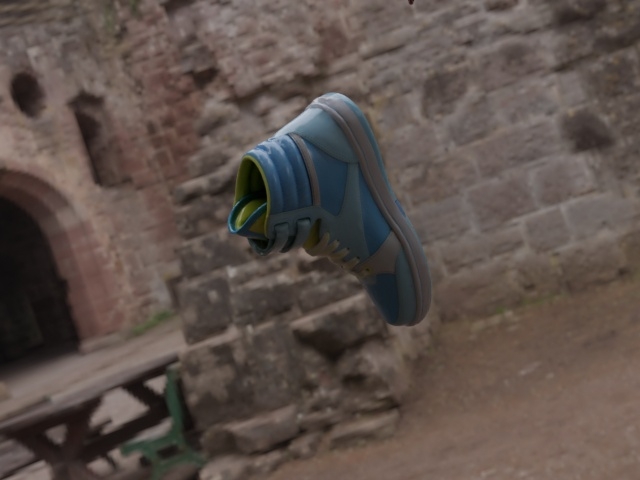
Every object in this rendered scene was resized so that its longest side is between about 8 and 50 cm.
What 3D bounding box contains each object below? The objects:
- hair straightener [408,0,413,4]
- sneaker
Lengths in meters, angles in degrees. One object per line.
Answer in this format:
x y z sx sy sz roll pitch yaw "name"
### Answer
0.150 -0.418 1.627 0.089 0.230 0.047 -8 -34 8 "hair straightener"
0.000 0.000 1.490 0.208 0.319 0.127 -31 14 -26 "sneaker"
